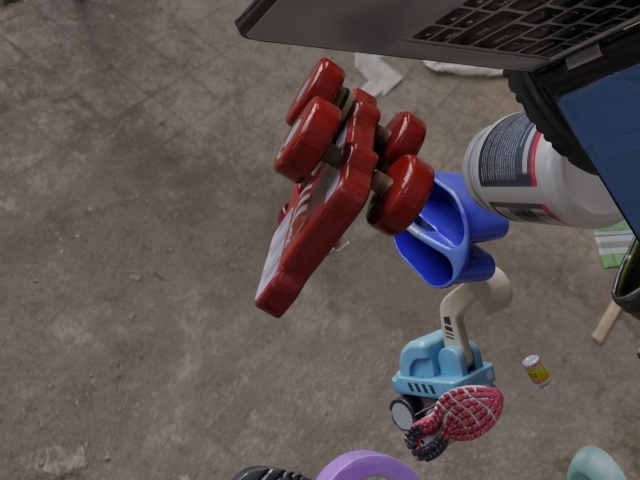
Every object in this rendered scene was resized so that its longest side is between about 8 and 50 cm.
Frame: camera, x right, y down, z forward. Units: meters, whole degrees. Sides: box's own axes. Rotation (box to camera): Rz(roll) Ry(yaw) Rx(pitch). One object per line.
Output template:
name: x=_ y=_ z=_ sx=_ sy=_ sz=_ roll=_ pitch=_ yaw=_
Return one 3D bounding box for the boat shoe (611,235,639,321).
boat shoe: x=0.338 y=-0.025 z=0.559 sx=0.074 sy=0.223 sz=0.080 roll=24 pitch=5 yaw=-24

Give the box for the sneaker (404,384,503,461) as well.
sneaker: x=0.317 y=0.413 z=1.469 sx=0.112 sy=0.299 sz=0.120 roll=-21 pitch=71 yaw=-45

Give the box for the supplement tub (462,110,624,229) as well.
supplement tub: x=0.367 y=-0.119 z=1.001 sx=0.191 sy=0.272 sz=0.191 roll=-1 pitch=95 yaw=-15

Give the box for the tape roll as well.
tape roll: x=0.110 y=0.629 z=1.426 sx=0.275 sy=0.090 sz=0.274 roll=3 pitch=78 yaw=-17

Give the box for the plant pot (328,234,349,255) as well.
plant pot: x=0.000 y=0.000 z=1.781 sx=0.109 sy=0.096 sz=0.109 roll=55 pitch=26 yaw=3

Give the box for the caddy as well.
caddy: x=0.283 y=-0.035 z=1.483 sx=0.179 sy=0.241 sz=0.341 roll=-3 pitch=28 yaw=-22

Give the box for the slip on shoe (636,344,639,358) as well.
slip on shoe: x=0.522 y=0.190 z=0.923 sx=0.135 sy=0.051 sz=0.041 roll=41 pitch=71 yaw=-15

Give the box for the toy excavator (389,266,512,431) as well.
toy excavator: x=0.361 y=0.305 z=1.735 sx=0.222 sy=0.433 sz=0.444 roll=-16 pitch=92 yaw=-37

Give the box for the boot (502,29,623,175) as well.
boot: x=0.296 y=-0.260 z=0.605 sx=0.131 sy=0.260 sz=0.347 roll=-24 pitch=87 yaw=-40

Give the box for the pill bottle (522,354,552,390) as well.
pill bottle: x=0.527 y=0.322 z=1.505 sx=0.043 sy=0.043 sz=0.083 roll=-37 pitch=98 yaw=-35

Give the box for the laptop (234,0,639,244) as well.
laptop: x=0.229 y=-0.055 z=0.292 sx=0.408 sy=0.382 sz=0.236 roll=-4 pitch=84 yaw=-30

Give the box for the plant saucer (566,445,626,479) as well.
plant saucer: x=0.512 y=0.489 z=1.168 sx=0.038 sy=0.195 sz=0.194 roll=-1 pitch=56 yaw=-13

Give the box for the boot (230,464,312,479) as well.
boot: x=-0.105 y=0.501 z=1.126 sx=0.367 sy=0.445 sz=0.146 roll=38 pitch=63 yaw=-21

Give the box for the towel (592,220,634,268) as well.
towel: x=0.630 y=-0.013 z=1.334 sx=0.113 sy=0.023 sz=0.151 roll=-2 pitch=74 yaw=-18

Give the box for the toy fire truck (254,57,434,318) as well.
toy fire truck: x=0.003 y=-0.071 z=0.819 sx=0.169 sy=0.254 sz=0.302 roll=29 pitch=33 yaw=-15
